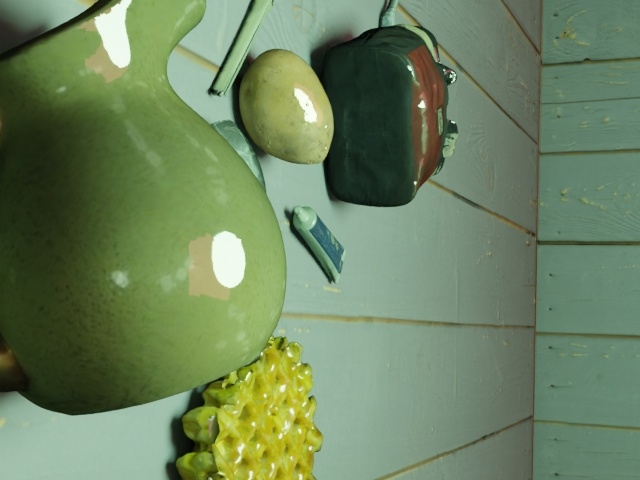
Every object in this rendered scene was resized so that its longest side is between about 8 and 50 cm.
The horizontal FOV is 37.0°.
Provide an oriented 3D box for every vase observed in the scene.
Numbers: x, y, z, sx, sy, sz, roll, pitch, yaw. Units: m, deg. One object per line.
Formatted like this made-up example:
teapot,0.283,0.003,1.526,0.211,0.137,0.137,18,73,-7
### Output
vase,-0.193,-0.024,0.699,0.329,0.240,0.303,-19,97,-39

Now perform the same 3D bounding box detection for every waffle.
waffle,-0.080,0.255,1.116,0.329,0.062,0.329,2,90,-66

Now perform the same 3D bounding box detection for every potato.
potato,-0.040,-0.162,1.163,0.147,0.112,0.112,68,31,-27

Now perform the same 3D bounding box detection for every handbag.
handbag,0.104,-0.187,1.402,0.181,0.181,0.255,-44,132,-57

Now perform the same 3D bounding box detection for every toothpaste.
toothpaste,0.000,0.000,1.339,0.197,0.034,0.057,53,48,-59

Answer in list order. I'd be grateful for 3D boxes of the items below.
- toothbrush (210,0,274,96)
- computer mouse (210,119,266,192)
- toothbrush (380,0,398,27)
toothbrush,-0.078,-0.272,1.165,0.028,0.026,0.294,88,17,-47
computer mouse,-0.102,-0.019,1.051,0.126,0.071,0.231,15,77,-66
toothbrush,0.111,-0.327,1.598,0.042,0.035,0.414,21,69,-44
